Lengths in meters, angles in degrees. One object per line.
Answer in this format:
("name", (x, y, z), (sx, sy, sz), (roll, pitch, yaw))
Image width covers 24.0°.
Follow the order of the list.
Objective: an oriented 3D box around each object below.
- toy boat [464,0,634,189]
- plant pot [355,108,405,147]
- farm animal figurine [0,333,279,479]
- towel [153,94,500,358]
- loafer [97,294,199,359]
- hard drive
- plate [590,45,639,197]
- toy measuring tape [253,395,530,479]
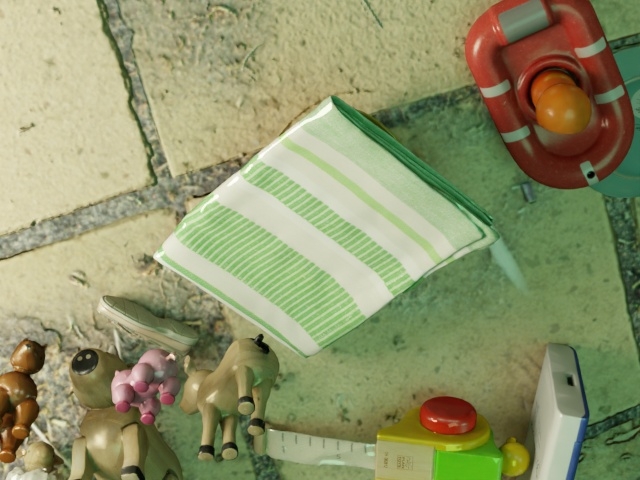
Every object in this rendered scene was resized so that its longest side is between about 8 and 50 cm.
("toy boat", (0.259, -0.156, 1.649), (0.151, 0.151, 0.231), (-24, 115, 10))
("plant pot", (0.037, -0.065, 1.663), (0.134, 0.134, 0.095), (36, 118, -23))
("farm animal figurine", (-0.208, 0.204, 1.679), (0.330, 0.172, 0.326), (0, 130, 1))
("towel", (0.000, 0.000, 1.630), (0.248, 0.038, 0.325), (35, 133, -22))
("loafer", (-0.200, 0.102, 1.709), (0.125, 0.045, 0.039), (24, 110, -24))
("hard drive", (0.263, 0.310, 1.810), (0.040, 0.210, 0.318), (10, 109, 1))
("plate", (0.376, -0.135, 1.766), (0.188, 0.024, 0.188), (-4, 112, -11))
("toy measuring tape", (0.089, 0.241, 1.820), (0.330, 0.121, 0.121), (6, 111, 8))
